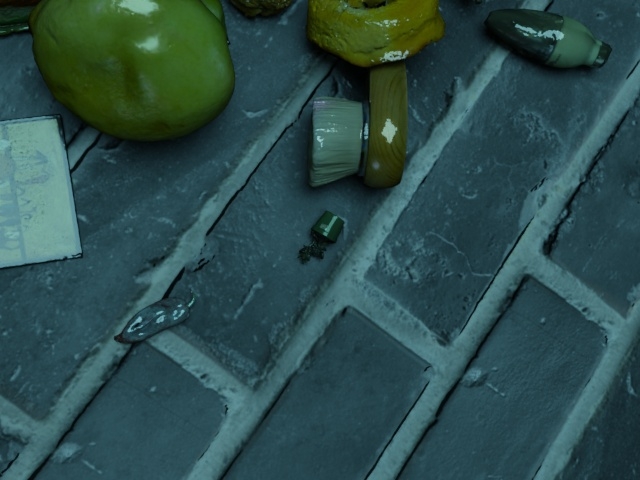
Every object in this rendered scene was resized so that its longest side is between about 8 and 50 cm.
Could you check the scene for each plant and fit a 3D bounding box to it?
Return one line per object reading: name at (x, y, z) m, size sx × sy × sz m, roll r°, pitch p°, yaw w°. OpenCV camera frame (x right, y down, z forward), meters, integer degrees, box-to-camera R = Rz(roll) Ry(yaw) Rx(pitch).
plant at (0.000, 0.000, 1.714) m, size 0.051 × 0.051 × 0.102 m, roll 33°, pitch 86°, yaw -3°

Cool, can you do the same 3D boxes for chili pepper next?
chili pepper at (-0.276, 0.132, 1.640) m, size 0.153 × 0.041 × 0.050 m, roll -24°, pitch 43°, yaw -14°

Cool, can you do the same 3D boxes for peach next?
peach at (-0.295, -0.314, 1.594) m, size 0.316 × 0.314 × 0.281 m, roll -6°, pitch 44°, yaw 12°

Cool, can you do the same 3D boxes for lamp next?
lamp at (0.429, -0.383, 1.841) m, size 0.250 × 0.101 × 0.101 m, roll 18°, pitch 77°, yaw -5°

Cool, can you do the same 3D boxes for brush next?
brush at (0.065, -0.221, 1.714) m, size 0.166 × 0.174 × 0.266 m, roll 5°, pitch 70°, yaw 0°

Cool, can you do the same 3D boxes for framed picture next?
framed picture at (-0.586, -0.071, 1.630) m, size 0.339 × 0.014 × 0.255 m, roll -8°, pitch 81°, yaw -12°

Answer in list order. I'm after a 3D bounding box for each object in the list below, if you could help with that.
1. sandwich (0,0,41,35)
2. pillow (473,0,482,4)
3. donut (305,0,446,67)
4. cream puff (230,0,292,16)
sandwich at (-0.543, -0.435, 1.621) m, size 0.292 × 0.212 × 0.109 m, roll -17°, pitch 68°, yaw 0°
pillow at (0.261, -0.647, 1.847) m, size 0.312 × 0.119 × 0.310 m, roll 37°, pitch 79°, yaw -2°
donut at (0.095, -0.399, 1.727) m, size 0.254 × 0.118 × 0.253 m, roll -1°, pitch 46°, yaw 1°
cream puff at (-0.107, -0.486, 1.748) m, size 0.165 × 0.115 × 0.150 m, roll 41°, pitch 79°, yaw -2°
